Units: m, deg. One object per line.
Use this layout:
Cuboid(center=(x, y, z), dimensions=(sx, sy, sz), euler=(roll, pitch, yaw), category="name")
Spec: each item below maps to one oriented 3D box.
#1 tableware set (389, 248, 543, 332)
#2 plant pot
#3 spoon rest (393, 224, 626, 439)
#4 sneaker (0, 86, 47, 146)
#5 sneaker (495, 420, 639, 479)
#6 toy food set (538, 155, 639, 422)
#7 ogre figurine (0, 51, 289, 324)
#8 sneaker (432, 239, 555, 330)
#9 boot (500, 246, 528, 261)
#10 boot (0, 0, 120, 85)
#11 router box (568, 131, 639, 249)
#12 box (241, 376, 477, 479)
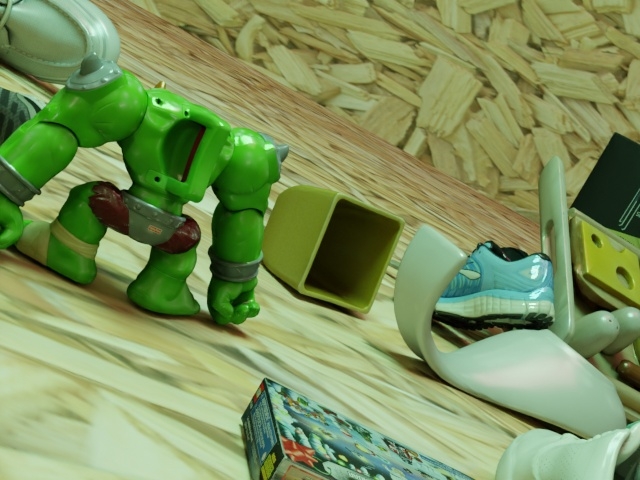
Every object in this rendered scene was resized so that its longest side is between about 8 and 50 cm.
Cuboid(center=(0.167, 0.067, 1.240), dimensions=(0.194, 0.039, 0.128), euler=(28, 23, 29), category="tableware set")
Cuboid(center=(0.000, 0.000, 0.981), dimensions=(0.081, 0.081, 0.083), euler=(21, 2, -43), category="plant pot")
Cuboid(center=(0.145, 0.093, 0.972), dimensions=(0.276, 0.084, 0.137), euler=(39, 3, -38), category="spoon rest")
Cuboid(center=(-0.229, -0.078, 0.751), dimensions=(0.170, 0.063, 0.075), euler=(29, 7, 32), category="sneaker")
Cuboid(center=(0.153, 0.131, 0.672), dimensions=(0.080, 0.094, 0.212), euler=(27, 9, -4), category="sneaker")
Cuboid(center=(0.329, 0.068, 1.187), dimensions=(0.306, 0.092, 0.219), euler=(30, 43, -26), category="toy food set")
Cuboid(center=(-0.094, -0.026, 0.695), dimensions=(0.197, 0.118, 0.097), euler=(27, 9, -19), category="ogre figurine")
Cuboid(center=(0.138, 0.038, 1.091), dimensions=(0.162, 0.073, 0.063), euler=(0, -19, 41), category="sneaker")
Cuboid(center=(0.159, 0.037, 1.185), dimensions=(0.099, 0.045, 0.121), euler=(12, 26, -23), category="boot")
Cuboid(center=(-0.322, -0.215, 1.167), dimensions=(0.258, 0.095, 0.123), euler=(23, 13, 16), category="boot")
Cuboid(center=(0.404, 0.048, 1.433), dimensions=(0.081, 0.243, 0.309), euler=(21, 13, -44), category="router box")
Cuboid(center=(0.031, 0.118, 0.579), dimensions=(0.137, 0.027, 0.094), euler=(27, 10, -15), category="box")
